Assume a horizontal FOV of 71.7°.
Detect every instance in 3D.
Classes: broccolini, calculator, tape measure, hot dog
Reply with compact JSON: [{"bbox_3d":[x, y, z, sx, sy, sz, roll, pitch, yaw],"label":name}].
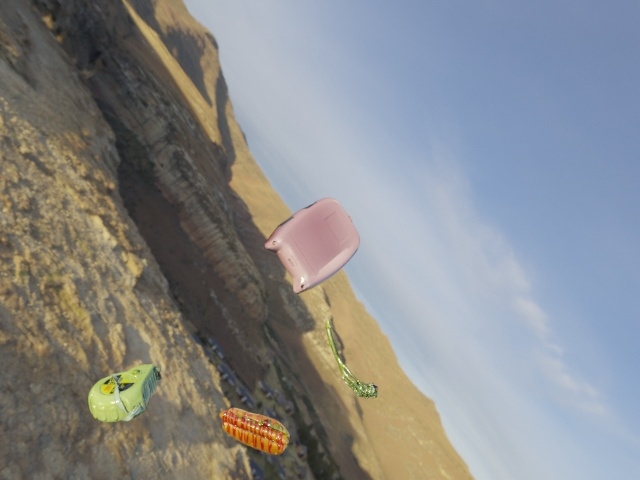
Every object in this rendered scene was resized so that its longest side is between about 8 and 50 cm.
[{"bbox_3d":[0.055,0.263,0.963,0.054,0.052,0.194,-45,-109,40],"label":"broccolini"},{"bbox_3d":[0.001,-0.001,1.161,0.043,0.294,0.194,-26,-81,50],"label":"calculator"},{"bbox_3d":[-0.568,0.449,1.278,0.200,0.175,0.106,-110,-164,-70],"label":"tape measure"},{"bbox_3d":[-0.128,0.364,0.853,0.144,0.062,0.038,19,-14,10],"label":"hot dog"}]
